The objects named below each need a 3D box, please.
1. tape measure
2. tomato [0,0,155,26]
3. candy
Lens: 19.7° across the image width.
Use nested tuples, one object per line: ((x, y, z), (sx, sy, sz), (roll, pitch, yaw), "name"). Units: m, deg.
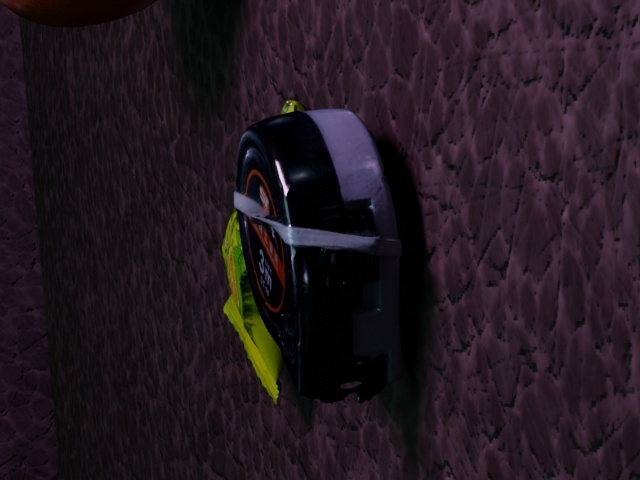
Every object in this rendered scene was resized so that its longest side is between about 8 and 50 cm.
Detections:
((0.000, -0.004, 1.344), (0.182, 0.107, 0.181), (-117, 24, -51), "tape measure")
((-0.227, -0.375, 1.739), (0.341, 0.273, 0.341), (-12, -90, -87), "tomato")
((-0.044, 0.017, 1.567), (0.149, 0.069, 0.246), (-109, 22, -47), "candy")
